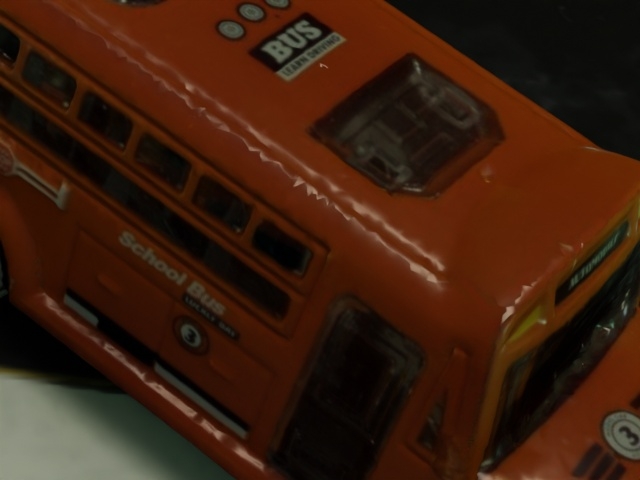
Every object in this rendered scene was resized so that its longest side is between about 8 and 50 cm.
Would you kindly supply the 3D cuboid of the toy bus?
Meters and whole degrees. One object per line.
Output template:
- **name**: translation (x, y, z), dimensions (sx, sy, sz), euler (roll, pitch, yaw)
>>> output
- **toy bus**: translation (0.000, 0.000, 0.619), dimensions (0.329, 0.153, 0.143), euler (37, 45, 15)
